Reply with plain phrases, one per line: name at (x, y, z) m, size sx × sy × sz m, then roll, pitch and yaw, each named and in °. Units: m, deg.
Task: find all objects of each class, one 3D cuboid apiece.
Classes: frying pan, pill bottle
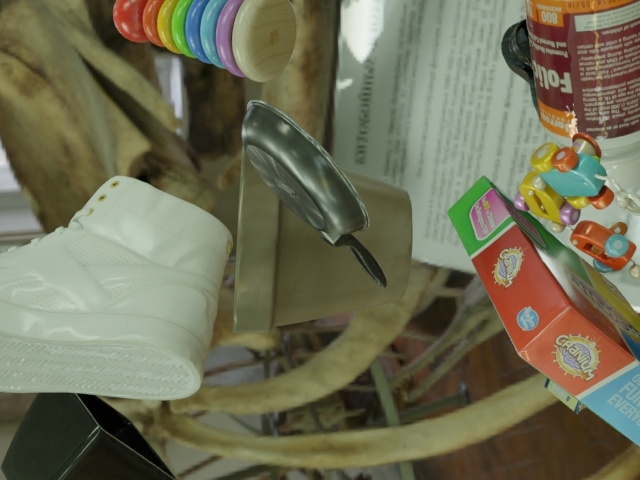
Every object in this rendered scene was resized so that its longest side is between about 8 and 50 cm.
frying pan at (-0.015, -0.050, 1.114) m, size 0.197 × 0.053 × 0.326 m, roll 41°, pitch 166°, yaw 22°
pill bottle at (0.472, -0.293, 1.566) m, size 0.224 × 0.224 × 0.392 m, roll -121°, pitch 11°, yaw -56°

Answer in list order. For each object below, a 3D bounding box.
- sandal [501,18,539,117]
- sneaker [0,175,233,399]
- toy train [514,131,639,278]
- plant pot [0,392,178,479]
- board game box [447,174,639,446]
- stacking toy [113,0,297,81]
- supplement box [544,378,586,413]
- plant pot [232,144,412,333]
sandal at (0.482, -0.393, 1.950) m, size 0.446 × 0.167 × 0.107 m, roll -97°, pitch -18°, yaw -55°
sneaker at (-0.216, 0.028, 0.748) m, size 0.108 × 0.292 × 0.169 m, roll 88°, pitch -168°, yaw -49°
toy train at (0.226, -0.032, 0.762) m, size 0.046 × 0.125 × 0.166 m, roll -56°, pitch -17°, yaw -14°
plant pot at (-0.363, 0.336, 1.396) m, size 0.188 × 0.167 × 0.187 m, roll 35°, pitch 168°, yaw 48°
board game box at (0.268, 0.079, 0.974) m, size 0.064 × 0.242 × 0.316 m, roll -48°, pitch 20°, yaw 16°
stacking toy at (-0.206, -0.346, 1.494) m, size 0.330 × 0.141 × 0.141 m, roll 15°, pitch 115°, yaw 30°
supplement box at (0.479, 0.263, 1.749) m, size 0.083 × 0.056 × 0.083 m, roll 41°, pitch 143°, yaw 33°
plant pot at (0.000, 0.000, 1.538) m, size 0.323 × 0.280 × 0.323 m, roll -177°, pitch 90°, yaw -86°
